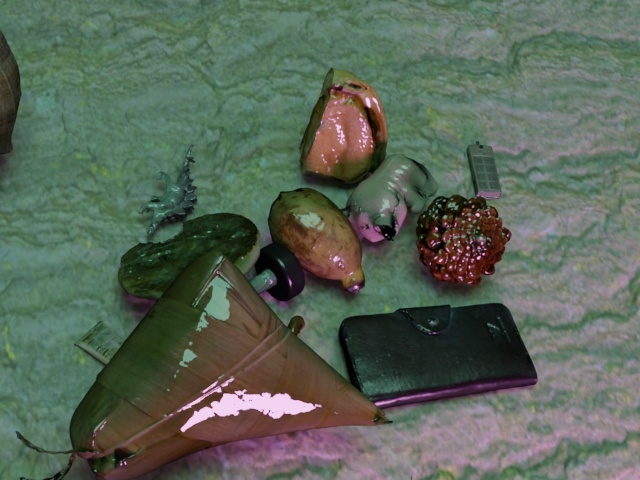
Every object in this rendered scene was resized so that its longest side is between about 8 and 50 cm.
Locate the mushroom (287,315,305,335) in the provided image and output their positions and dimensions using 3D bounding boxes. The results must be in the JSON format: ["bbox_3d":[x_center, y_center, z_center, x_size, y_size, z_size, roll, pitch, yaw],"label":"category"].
[{"bbox_3d":[-0.067,0.190,1.954,0.135,0.080,0.170,31,62,0],"label":"mushroom"}]

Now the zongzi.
[{"bbox_3d":[-0.172,0.288,1.791,0.418,0.181,0.447,41,80,-9],"label":"zongzi"}]

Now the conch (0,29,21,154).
[{"bbox_3d":[-0.602,-0.203,1.988,0.297,0.352,0.210,-2,42,-43],"label":"conch"}]

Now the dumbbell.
[{"bbox_3d":[-0.125,0.086,2.008,0.191,0.100,0.100,-29,65,-30],"label":"dumbbell"}]

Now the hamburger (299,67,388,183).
[{"bbox_3d":[0.051,-0.217,2.205,0.155,0.207,0.135,5,36,-7],"label":"hamburger"}]

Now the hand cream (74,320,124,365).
[{"bbox_3d":[-0.316,0.183,1.937,0.143,0.039,0.061,35,60,24],"label":"hand cream"}]

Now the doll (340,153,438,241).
[{"bbox_3d":[0.115,-0.072,2.166,0.149,0.095,0.192,13,52,37],"label":"doll"}]

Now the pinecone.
[{"bbox_3d":[0.234,-0.007,2.130,0.173,0.173,0.173,6,53,-9],"label":"pinecone"}]

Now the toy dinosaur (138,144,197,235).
[{"bbox_3d":[-0.250,-0.084,2.141,0.082,0.039,0.209,18,52,0],"label":"toy dinosaur"}]

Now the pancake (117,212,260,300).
[{"bbox_3d":[-0.209,0.030,2.000,0.253,0.037,0.253,-10,29,6],"label":"pancake"}]

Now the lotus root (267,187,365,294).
[{"bbox_3d":[0.000,0.000,2.086,0.214,0.138,0.138,45,56,1],"label":"lotus root"}]

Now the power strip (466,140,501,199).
[{"bbox_3d":[0.304,-0.135,2.321,0.051,0.019,0.136,2,54,-9],"label":"power strip"}]

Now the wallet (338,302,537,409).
[{"bbox_3d":[0.193,0.184,2.044,0.318,0.045,0.172,-5,57,-18],"label":"wallet"}]
